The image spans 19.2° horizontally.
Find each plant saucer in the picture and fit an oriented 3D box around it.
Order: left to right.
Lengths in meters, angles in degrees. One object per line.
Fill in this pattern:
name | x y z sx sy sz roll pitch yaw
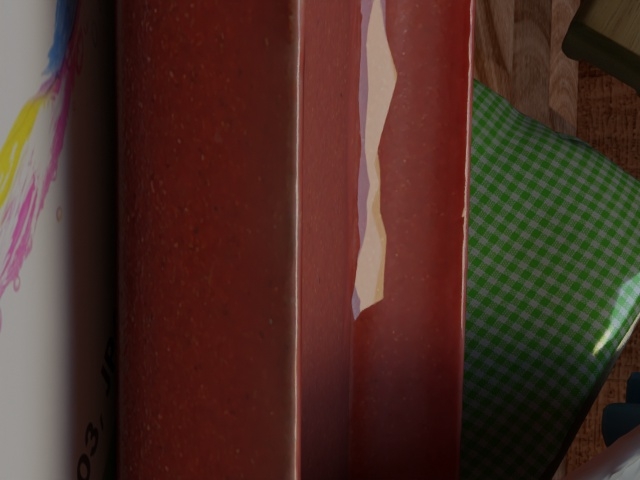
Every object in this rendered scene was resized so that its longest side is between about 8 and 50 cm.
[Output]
plant saucer | 0.000 0.000 0.471 0.259 0.048 0.258 -41 133 -74

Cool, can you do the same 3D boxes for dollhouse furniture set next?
dollhouse furniture set | 0.066 -0.065 0.682 0.301 0.198 0.151 -60 -179 -12

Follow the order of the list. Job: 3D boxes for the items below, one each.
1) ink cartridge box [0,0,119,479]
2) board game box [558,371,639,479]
ink cartridge box | -0.111 -0.052 0.331 0.353 0.119 0.207 70 25 -59
board game box | 0.080 0.244 0.593 0.390 0.050 0.390 -3 97 -72
